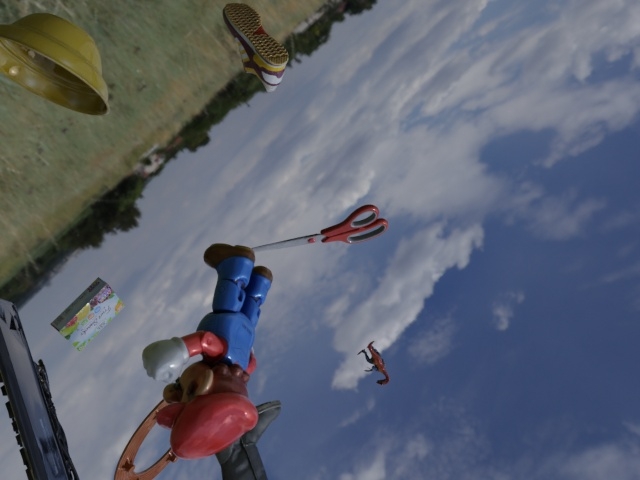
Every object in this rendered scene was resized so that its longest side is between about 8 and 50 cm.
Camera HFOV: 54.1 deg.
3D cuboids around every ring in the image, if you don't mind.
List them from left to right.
[{"bbox_3d":[-0.393,0.504,1.604,0.336,0.032,0.336,-50,159,-27],"label":"ring"}]

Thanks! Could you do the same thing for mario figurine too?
[{"bbox_3d":[-0.177,0.167,0.949,0.170,0.198,0.320,-38,-146,47],"label":"mario figurine"}]

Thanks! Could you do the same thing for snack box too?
[{"bbox_3d":[-0.513,0.164,1.390,0.141,0.037,0.100,-49,152,-23],"label":"snack box"}]

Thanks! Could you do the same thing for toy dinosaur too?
[{"bbox_3d":[0.110,0.249,1.248,0.047,0.082,0.090,-36,166,-8],"label":"toy dinosaur"}]

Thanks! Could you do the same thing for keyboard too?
[{"bbox_3d":[-0.289,0.213,0.650,0.033,0.317,0.201,-17,175,-17],"label":"keyboard"}]

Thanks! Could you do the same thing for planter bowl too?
[{"bbox_3d":[-0.419,-0.293,0.991,0.217,0.217,0.090,-8,-122,65],"label":"planter bowl"}]

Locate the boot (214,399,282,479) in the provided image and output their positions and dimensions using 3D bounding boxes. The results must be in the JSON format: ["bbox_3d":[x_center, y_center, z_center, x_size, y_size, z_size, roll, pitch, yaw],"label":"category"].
[{"bbox_3d":[-0.113,0.417,1.146,0.190,0.208,0.076,-17,164,-39],"label":"boot"}]

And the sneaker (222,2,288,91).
[{"bbox_3d":[-0.129,-0.354,1.145,0.070,0.185,0.084,-17,152,-31],"label":"sneaker"}]

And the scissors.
[{"bbox_3d":[0.000,0.000,1.329,0.297,0.109,0.021,-21,-125,2],"label":"scissors"}]
